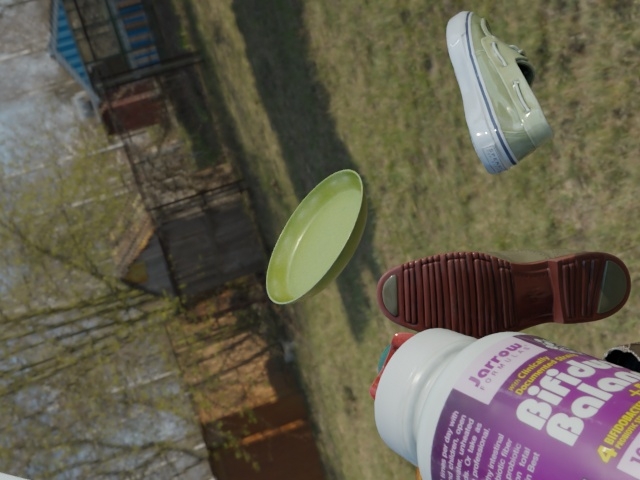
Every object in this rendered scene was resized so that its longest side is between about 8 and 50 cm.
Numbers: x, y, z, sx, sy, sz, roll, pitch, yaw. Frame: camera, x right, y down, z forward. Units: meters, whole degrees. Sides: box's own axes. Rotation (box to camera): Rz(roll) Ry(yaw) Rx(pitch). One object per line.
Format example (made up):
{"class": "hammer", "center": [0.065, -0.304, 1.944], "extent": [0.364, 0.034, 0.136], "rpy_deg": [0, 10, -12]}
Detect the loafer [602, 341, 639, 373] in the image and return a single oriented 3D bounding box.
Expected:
{"class": "loafer", "center": [0.399, 0.259, 0.865], "extent": [0.134, 0.130, 0.366], "rpy_deg": [-59, 29, 32]}

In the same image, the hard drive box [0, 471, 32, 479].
{"class": "hard drive box", "center": [-0.244, 0.229, 0.465], "extent": [0.181, 0.232, 0.089], "rpy_deg": [-61, -36, -43]}

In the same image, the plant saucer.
{"class": "plant saucer", "center": [0.000, 0.000, 1.256], "extent": [0.037, 0.241, 0.241], "rpy_deg": [31, -175, -24]}

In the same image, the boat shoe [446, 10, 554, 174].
{"class": "boat shoe", "center": [0.234, -0.204, 1.038], "extent": [0.109, 0.094, 0.302], "rpy_deg": [50, -154, -42]}

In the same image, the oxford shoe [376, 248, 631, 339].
{"class": "oxford shoe", "center": [0.246, 0.071, 1.126], "extent": [0.130, 0.348, 0.123], "rpy_deg": [-134, 45, -82]}

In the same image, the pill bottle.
{"class": "pill bottle", "center": [0.184, 0.169, 0.626], "extent": [0.301, 0.169, 0.169], "rpy_deg": [18, 128, 51]}

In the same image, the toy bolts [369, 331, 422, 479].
{"class": "toy bolts", "center": [0.169, 0.226, 1.047], "extent": [0.228, 0.218, 0.158], "rpy_deg": [30, -178, 14]}
